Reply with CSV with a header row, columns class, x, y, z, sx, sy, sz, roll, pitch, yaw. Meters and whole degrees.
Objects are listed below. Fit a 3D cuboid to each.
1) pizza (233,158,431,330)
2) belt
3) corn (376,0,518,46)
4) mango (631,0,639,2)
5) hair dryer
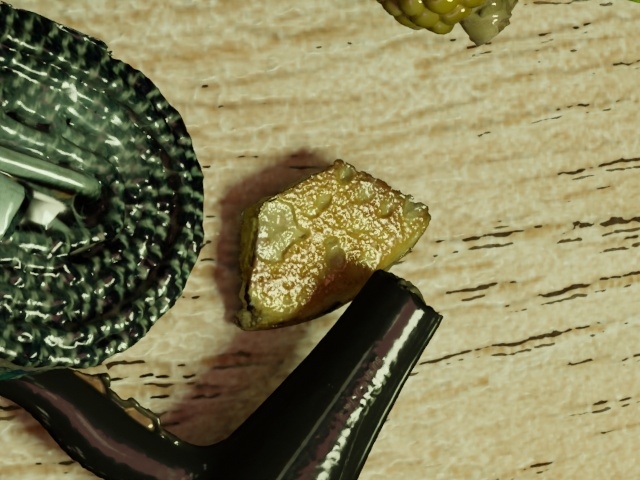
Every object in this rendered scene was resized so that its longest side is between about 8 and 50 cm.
class,x,y,z,sx,sy,sz,roll,pitch,yaw
pizza,0.000,0.000,1.289,0.160,0.035,0.099,-32,109,-21
belt,-0.224,-0.028,1.071,0.295,0.160,0.207,14,77,-36
corn,0.035,-0.280,1.228,0.130,0.130,0.347,-37,107,-18
mango,0.226,-0.220,1.367,0.073,0.056,0.108,-44,115,-10
hair dryer,-0.118,0.092,1.209,0.359,0.120,0.304,33,88,-15
